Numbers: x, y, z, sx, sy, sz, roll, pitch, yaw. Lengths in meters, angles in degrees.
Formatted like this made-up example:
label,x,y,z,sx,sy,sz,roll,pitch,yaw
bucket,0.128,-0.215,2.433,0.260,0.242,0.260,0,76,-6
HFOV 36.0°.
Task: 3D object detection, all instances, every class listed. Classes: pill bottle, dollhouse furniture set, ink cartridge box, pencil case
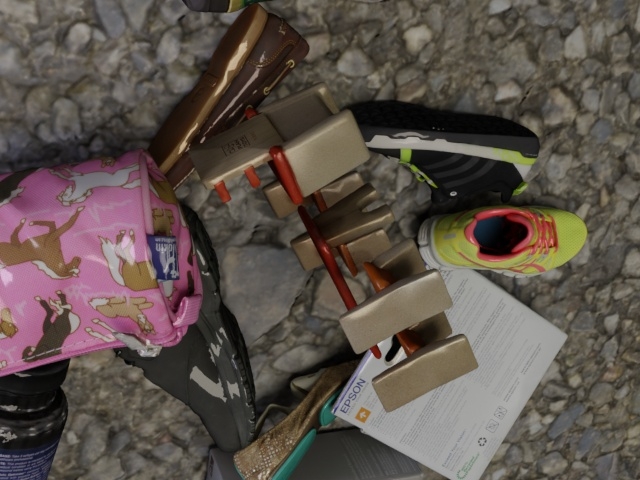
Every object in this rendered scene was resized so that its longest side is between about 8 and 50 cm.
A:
label,x,y,z,sx,sy,sz,roll,pitch,yaw
pill bottle,-0.317,0.193,0.957,0.123,0.123,0.219,12,112,-27
dollhouse furniture set,0.000,0.000,0.897,0.135,0.262,0.259,-28,124,-3
ink cartridge box,0.145,0.145,1.134,0.224,0.045,0.223,33,89,-24
pencil case,-0.298,0.044,0.827,0.386,0.167,0.160,-13,127,0

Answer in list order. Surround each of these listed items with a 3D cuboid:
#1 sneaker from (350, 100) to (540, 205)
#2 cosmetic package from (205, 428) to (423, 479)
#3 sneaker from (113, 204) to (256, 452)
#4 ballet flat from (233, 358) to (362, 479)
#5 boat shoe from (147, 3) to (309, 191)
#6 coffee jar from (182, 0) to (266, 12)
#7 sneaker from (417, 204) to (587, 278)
label,x,y,z,sx,sy,sz,roll,pitch,yaw
sneaker,0.125,-0.077,1.011,0.235,0.084,0.097,5,116,-24
cosmetic package,-0.013,0.305,1.157,0.238,0.107,0.127,-7,122,-22
sneaker,-0.145,0.102,1.003,0.130,0.109,0.286,-17,116,-1
ballet flat,-0.021,0.191,1.099,0.206,0.067,0.073,-44,156,-31
boat shoe,-0.090,-0.115,0.908,0.073,0.073,0.207,33,102,-30
coffee jar,-0.035,-0.252,0.851,0.184,0.079,0.096,-10,123,-18
sneaker,0.214,-0.001,1.064,0.208,0.094,0.081,-6,84,-26
